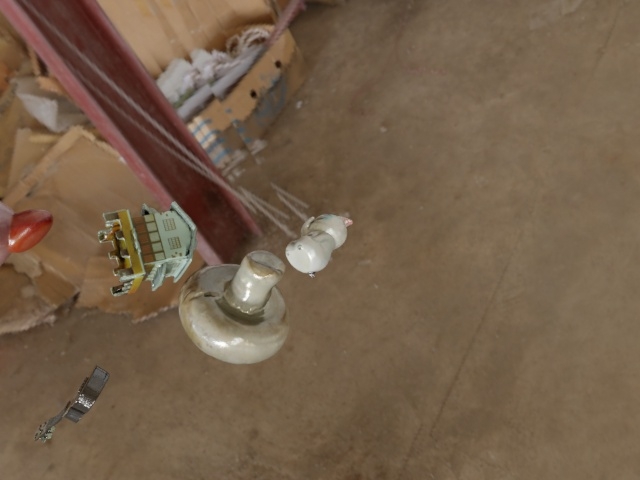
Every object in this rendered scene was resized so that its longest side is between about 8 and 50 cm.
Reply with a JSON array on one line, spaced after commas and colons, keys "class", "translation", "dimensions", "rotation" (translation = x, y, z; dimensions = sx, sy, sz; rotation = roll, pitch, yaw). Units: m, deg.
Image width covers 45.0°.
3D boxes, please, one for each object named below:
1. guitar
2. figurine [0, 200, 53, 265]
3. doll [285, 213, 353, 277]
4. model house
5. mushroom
[{"class": "guitar", "translation": [-0.460, 0.314, 1.409], "dimensions": [0.271, 0.038, 0.083], "rotation": [-42, 18, 39]}, {"class": "figurine", "translation": [-0.824, -0.007, 1.817], "dimensions": [0.262, 0.270, 0.211], "rotation": [25, 106, 21]}, {"class": "doll", "translation": [-0.005, 0.002, 1.944], "dimensions": [0.110, 0.107, 0.180], "rotation": [-24, 24, 52]}, {"class": "model house", "translation": [-0.442, 0.022, 1.987], "dimensions": [0.215, 0.224, 0.198], "rotation": [-10, 75, -23]}, {"class": "mushroom", "translation": [-0.161, 0.119, 1.570], "dimensions": [0.244, 0.243, 0.243], "rotation": [-17, 42, 16]}]
